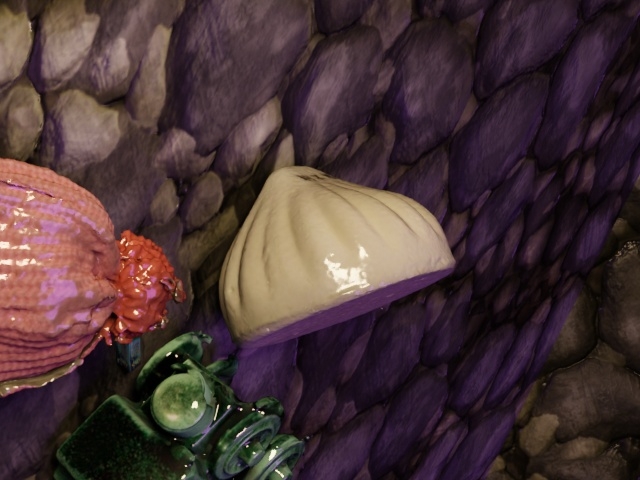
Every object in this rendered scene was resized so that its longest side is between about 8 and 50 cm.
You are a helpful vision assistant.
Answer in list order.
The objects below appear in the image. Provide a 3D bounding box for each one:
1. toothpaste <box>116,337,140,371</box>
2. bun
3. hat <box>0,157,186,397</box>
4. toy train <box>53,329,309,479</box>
[{"bbox_3d":[-0.195,0.097,1.554,0.017,0.020,0.083,-38,149,-34],"label":"toothpaste"},{"bbox_3d":[0.000,0.000,1.658,0.263,0.175,0.263,-21,174,-2],"label":"bun"},{"bbox_3d":[-0.246,0.037,1.276,0.286,0.107,0.237,-2,123,-34],"label":"hat"},{"bbox_3d":[-0.148,0.232,1.641,0.238,0.167,0.299,-45,156,-7],"label":"toy train"}]
